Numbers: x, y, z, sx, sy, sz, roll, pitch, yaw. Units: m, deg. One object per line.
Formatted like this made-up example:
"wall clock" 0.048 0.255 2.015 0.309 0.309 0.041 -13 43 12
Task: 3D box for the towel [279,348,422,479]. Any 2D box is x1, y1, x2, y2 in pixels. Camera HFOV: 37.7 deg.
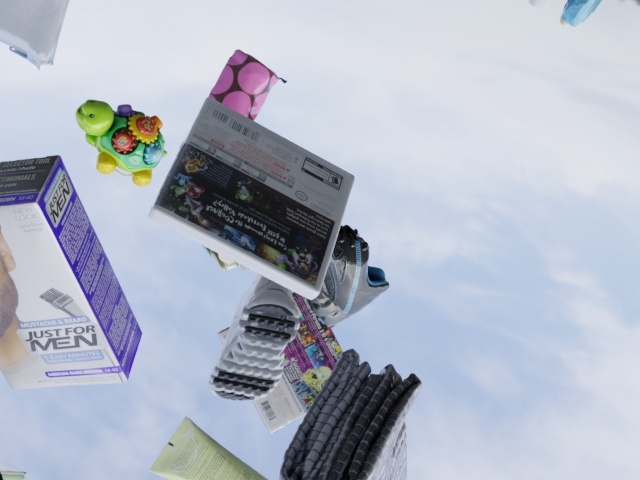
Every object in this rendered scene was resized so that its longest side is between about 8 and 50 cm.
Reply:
"towel" 0.048 0.325 1.283 0.121 0.235 0.284 9 -146 21

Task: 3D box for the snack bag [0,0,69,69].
"snack bag" -0.406 -0.420 1.144 0.323 0.343 0.037 26 -167 21

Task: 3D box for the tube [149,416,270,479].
"tube" -0.127 0.357 1.382 0.240 0.062 0.070 36 -139 -17

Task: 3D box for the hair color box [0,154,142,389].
"hair color box" -0.387 0.054 1.271 0.185 0.339 0.110 -5 -141 12

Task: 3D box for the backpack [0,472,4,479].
"backpack" -0.529 0.206 0.915 0.273 0.356 0.290 -41 -162 -35

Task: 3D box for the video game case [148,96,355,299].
"video game case" -0.066 -0.047 0.994 0.190 0.022 0.173 28 -130 -12

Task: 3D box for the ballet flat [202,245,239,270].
"ballet flat" -0.190 0.012 1.814 0.083 0.087 0.247 -16 165 -1

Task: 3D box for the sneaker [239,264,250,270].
"sneaker" -0.126 -0.002 2.009 0.058 0.085 0.152 13 -143 38

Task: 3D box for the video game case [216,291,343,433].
"video game case" -0.065 0.237 1.891 0.210 0.232 0.042 -29 -176 -11

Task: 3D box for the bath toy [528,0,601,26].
"bath toy" 0.307 -0.489 1.458 0.348 0.129 0.151 35 -130 4

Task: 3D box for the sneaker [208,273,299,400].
"sneaker" -0.103 0.154 1.499 0.110 0.292 0.118 15 -136 -15

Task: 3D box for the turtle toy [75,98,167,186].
"turtle toy" -0.242 -0.129 1.145 0.130 0.066 0.095 20 -131 -35

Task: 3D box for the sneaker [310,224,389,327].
"sneaker" 0.000 0.000 1.580 0.341 0.139 0.125 56 -171 -42

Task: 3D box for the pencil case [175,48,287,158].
"pencil case" -0.145 -0.193 1.492 0.095 0.209 0.098 31 177 8

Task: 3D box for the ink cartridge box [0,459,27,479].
"ink cartridge box" -0.543 0.305 1.287 0.171 0.056 0.235 18 172 24
